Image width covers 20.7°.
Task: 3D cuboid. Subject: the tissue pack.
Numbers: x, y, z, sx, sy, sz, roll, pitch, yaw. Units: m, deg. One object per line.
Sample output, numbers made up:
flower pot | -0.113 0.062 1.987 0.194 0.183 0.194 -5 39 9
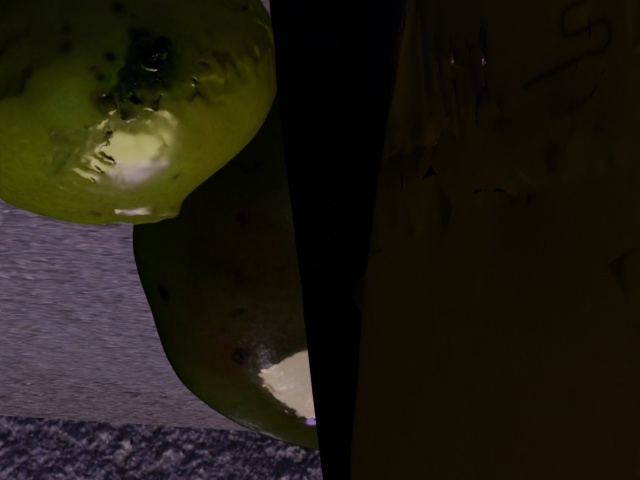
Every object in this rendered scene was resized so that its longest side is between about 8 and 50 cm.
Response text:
tissue pack | 0.177 -0.028 0.396 0.253 0.264 0.416 0 172 -26

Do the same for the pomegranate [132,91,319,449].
pomegranate | -0.001 -0.002 0.826 0.187 0.187 0.225 3 -167 -15

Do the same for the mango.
mango | -0.090 -0.055 0.688 0.119 0.100 0.178 4 177 -33
